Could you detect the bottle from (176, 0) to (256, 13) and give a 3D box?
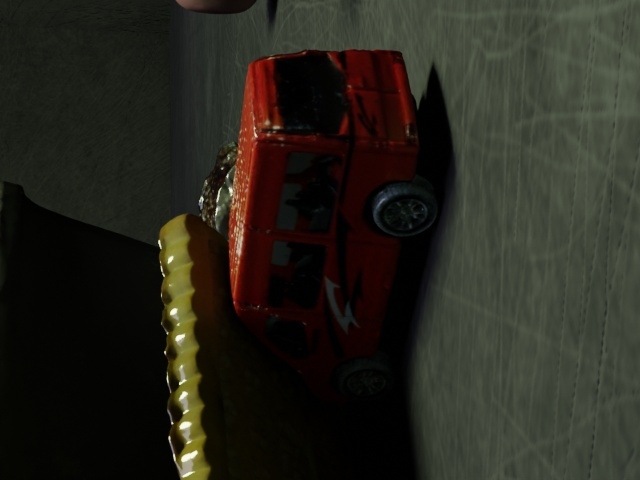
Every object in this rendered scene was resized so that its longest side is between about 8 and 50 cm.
[{"bbox_3d":[-0.093,-0.324,1.348,0.110,0.110,0.233,-159,71,-81],"label":"bottle"}]

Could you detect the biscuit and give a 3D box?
[{"bbox_3d":[-0.021,0.121,0.751,0.172,0.029,0.254,46,-152,-47],"label":"biscuit"}]

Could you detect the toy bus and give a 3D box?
[{"bbox_3d":[0.000,0.000,0.739,0.195,0.089,0.081,100,169,-45],"label":"toy bus"}]

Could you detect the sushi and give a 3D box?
[{"bbox_3d":[-0.025,-0.011,0.912,0.084,0.094,0.098,-130,47,-73],"label":"sushi"}]

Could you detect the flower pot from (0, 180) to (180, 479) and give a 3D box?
[{"bbox_3d":[-0.167,0.147,1.279,0.379,0.251,0.379,-177,90,-79],"label":"flower pot"}]
